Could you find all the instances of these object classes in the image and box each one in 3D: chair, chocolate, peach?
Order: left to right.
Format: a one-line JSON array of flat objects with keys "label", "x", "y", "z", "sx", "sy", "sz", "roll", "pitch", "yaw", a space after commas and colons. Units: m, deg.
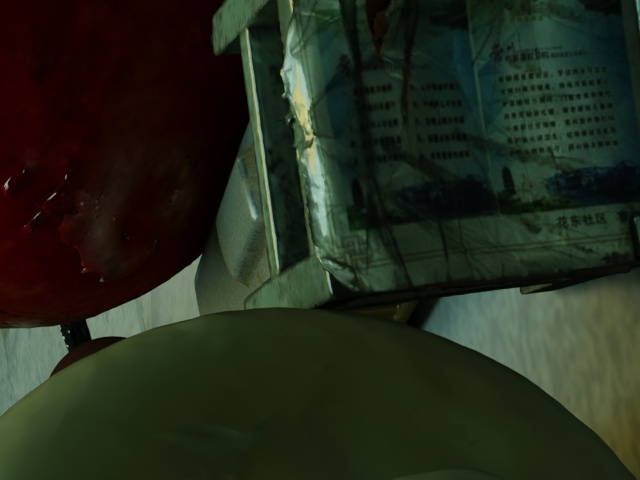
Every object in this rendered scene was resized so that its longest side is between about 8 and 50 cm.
[{"label": "peach", "x": -0.161, "y": -0.123, "z": 1.035, "sx": 0.370, "sy": 0.370, "sz": 0.370, "roll": 174, "pitch": 90, "yaw": -72}, {"label": "chocolate", "x": -0.028, "y": 0.183, "z": 0.672, "sx": 0.314, "sy": 0.326, "sz": 0.297, "roll": 48, "pitch": 164, "yaw": 22}, {"label": "chair", "x": 0.060, "y": -0.050, "z": 0.693, "sx": 0.270, "sy": 0.147, "sz": 0.136, "roll": 157, "pitch": 106, "yaw": -73}]

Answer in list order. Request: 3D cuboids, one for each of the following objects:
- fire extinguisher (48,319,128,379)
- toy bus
[{"label": "fire extinguisher", "x": -0.140, "y": 0.120, "z": 1.399, "sx": 0.344, "sy": 0.102, "sz": 0.138, "roll": -139, "pitch": 30, "yaw": -64}, {"label": "toy bus", "x": 0.000, "y": 0.000, "z": 0.951, "sx": 0.182, "sy": 0.103, "sz": 0.091, "roll": 114, "pitch": 144, "yaw": -56}]
